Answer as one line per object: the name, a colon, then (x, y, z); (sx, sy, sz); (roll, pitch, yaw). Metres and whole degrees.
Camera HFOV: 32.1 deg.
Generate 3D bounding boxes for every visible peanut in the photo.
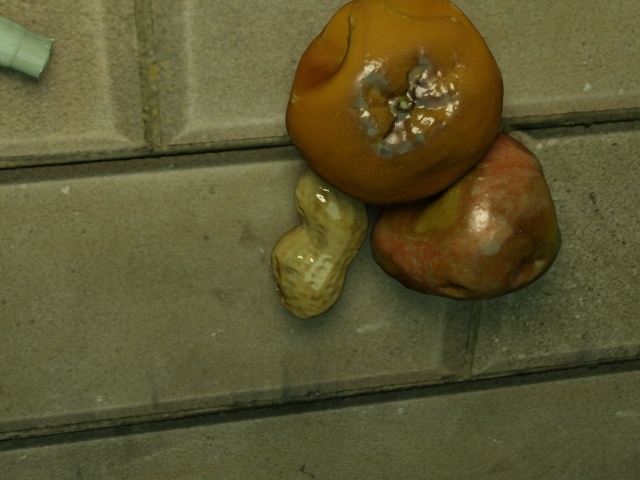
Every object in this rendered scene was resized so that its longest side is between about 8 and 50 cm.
peanut: (0.000, 0.000, 1.416); (0.103, 0.098, 0.229); (-10, 129, -42)

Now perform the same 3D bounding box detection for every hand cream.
hand cream: (-0.388, -0.232, 1.177); (0.205, 0.050, 0.078); (23, 119, -22)

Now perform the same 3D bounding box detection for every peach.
peach: (0.178, -0.016, 1.380); (0.236, 0.214, 0.214); (-25, 128, 11)

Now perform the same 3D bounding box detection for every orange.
orange: (0.089, -0.152, 1.245); (0.249, 0.183, 0.249); (-1, 110, -2)
